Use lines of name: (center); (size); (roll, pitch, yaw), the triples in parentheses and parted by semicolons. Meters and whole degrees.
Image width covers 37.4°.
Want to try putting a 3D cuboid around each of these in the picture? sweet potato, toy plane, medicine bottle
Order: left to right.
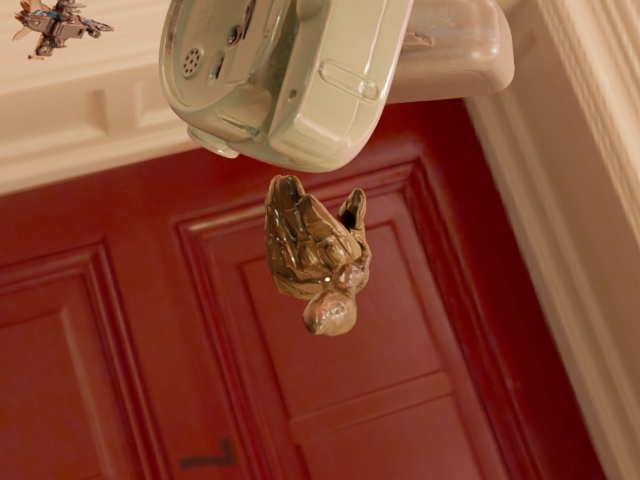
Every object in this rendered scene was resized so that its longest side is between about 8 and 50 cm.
toy plane: (-0.372, -0.321, 1.419); (0.062, 0.188, 0.135); (49, -63, 29)
sweet potato: (0.014, 0.049, 0.744); (0.038, 0.041, 0.153); (41, 22, 0)
medicine bottle: (0.080, -0.265, 1.351); (0.282, 0.375, 0.123); (9, 78, -72)

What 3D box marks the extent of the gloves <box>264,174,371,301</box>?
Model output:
gloves: (-0.001, 0.016, 1.388); (0.331, 0.154, 0.141); (66, 31, -69)

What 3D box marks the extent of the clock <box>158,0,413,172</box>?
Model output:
clock: (-0.055, -0.206, 0.927); (0.324, 0.109, 0.265); (8, -97, 51)
